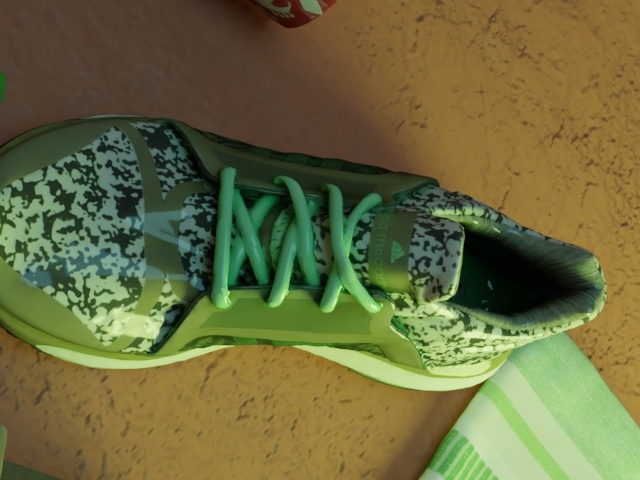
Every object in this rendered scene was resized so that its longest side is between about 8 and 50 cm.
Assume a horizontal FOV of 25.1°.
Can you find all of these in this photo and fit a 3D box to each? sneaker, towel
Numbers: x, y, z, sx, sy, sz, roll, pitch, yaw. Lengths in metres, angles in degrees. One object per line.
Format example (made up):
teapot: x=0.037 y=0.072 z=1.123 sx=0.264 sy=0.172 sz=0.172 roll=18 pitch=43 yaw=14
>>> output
sneaker: x=0.000 y=0.000 z=0.835 sx=0.410 sy=0.182 sz=0.158 roll=7 pitch=78 yaw=-33
towel: x=0.144 y=0.247 z=0.981 sx=0.248 sy=0.038 sz=0.325 roll=50 pitch=58 yaw=-16

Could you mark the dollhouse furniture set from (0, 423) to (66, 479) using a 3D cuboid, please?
dollhouse furniture set: x=-0.161 y=0.240 z=0.738 sx=0.212 sy=0.161 sz=0.242 roll=25 pitch=46 yaw=-29

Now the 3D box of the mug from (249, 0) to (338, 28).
mug: x=-0.045 y=-0.233 z=0.892 sx=0.169 sy=0.113 sz=0.150 roll=39 pitch=64 yaw=-27

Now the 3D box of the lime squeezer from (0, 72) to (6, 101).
lime squeezer: x=-0.282 y=-0.184 z=0.739 sx=0.310 sy=0.059 sz=0.110 roll=30 pitch=73 yaw=-45
